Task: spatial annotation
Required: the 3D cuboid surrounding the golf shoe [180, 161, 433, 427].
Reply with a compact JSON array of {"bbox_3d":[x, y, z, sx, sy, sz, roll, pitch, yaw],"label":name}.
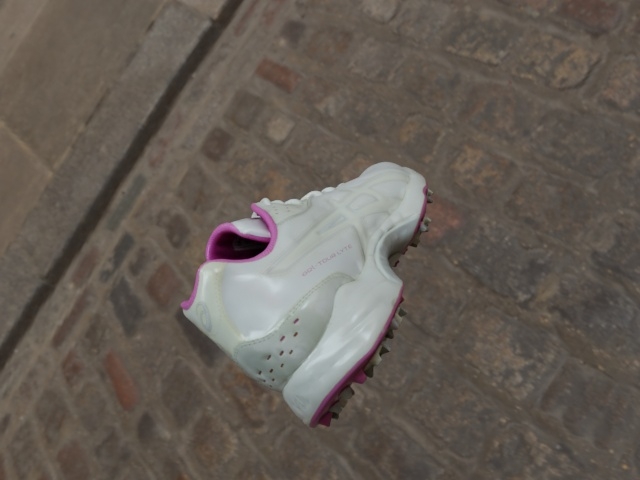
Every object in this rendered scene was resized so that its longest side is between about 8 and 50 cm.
[{"bbox_3d":[0.000,0.000,0.657,0.115,0.140,0.306,-60,2,28],"label":"golf shoe"}]
